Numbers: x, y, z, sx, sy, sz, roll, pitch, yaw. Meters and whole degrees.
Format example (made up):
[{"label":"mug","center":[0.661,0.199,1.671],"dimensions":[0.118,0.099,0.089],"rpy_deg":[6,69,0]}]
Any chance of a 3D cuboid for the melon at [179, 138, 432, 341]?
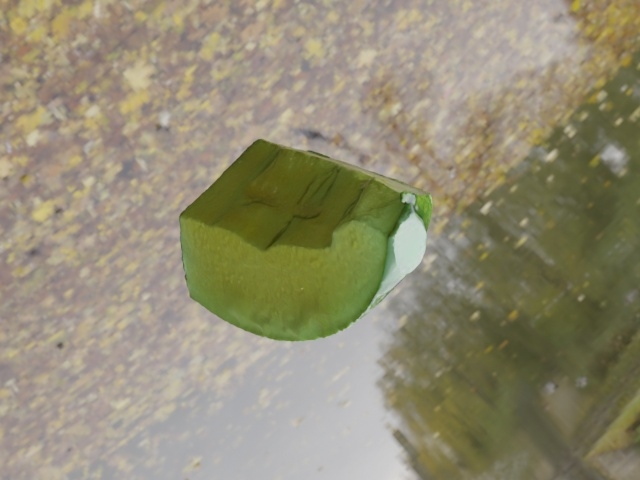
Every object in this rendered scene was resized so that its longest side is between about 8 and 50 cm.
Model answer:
[{"label":"melon","center":[0.000,0.000,0.856],"dimensions":[0.124,0.323,0.196],"rpy_deg":[43,77,-30]}]
